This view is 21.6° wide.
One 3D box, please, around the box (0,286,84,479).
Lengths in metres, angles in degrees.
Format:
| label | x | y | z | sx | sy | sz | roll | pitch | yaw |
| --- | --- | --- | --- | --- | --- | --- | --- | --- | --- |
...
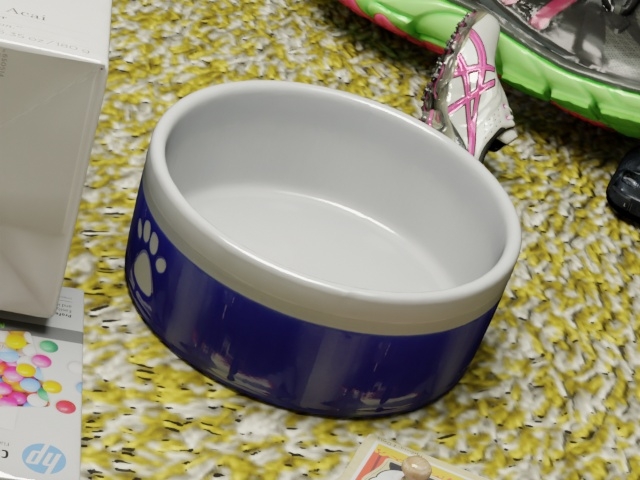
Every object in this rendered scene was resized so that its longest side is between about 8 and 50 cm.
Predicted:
| label | x | y | z | sx | sy | sz | roll | pitch | yaw |
| --- | --- | --- | --- | --- | --- | --- | --- | --- | --- |
| box | -0.215 | 0.086 | 0.996 | 0.145 | 0.038 | 0.186 | 10 | 34 | -13 |

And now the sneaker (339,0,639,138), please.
| label | x | y | z | sx | sy | sz | roll | pitch | yaw |
| --- | --- | --- | --- | --- | --- | --- | --- | --- | --- |
| sneaker | 0.223 | -0.225 | 1.505 | 0.482 | 0.202 | 0.185 | 26 | 7 | 9 |

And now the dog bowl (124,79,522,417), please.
| label | x | y | z | sx | sy | sz | roll | pitch | yaw |
| --- | --- | --- | --- | --- | --- | --- | --- | --- | --- |
| dog bowl | 0.000 | 0.000 | 1.172 | 0.265 | 0.104 | 0.265 | 13 | 32 | -8 |

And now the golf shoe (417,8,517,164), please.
| label | x | y | z | sx | sy | sz | roll | pitch | yaw |
| --- | --- | --- | --- | --- | --- | --- | --- | --- | --- |
| golf shoe | 0.125 | -0.108 | 1.397 | 0.086 | 0.067 | 0.186 | 21 | 63 | -3 |

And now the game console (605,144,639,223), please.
| label | x | y | z | sx | sy | sz | roll | pitch | yaw |
| --- | --- | --- | --- | --- | --- | --- | --- | --- | --- |
| game console | 0.422 | 0.008 | 1.435 | 0.361 | 0.044 | 0.213 | 26 | 31 | 10 |

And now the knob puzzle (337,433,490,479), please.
| label | x | y | z | sx | sy | sz | roll | pitch | yaw |
| --- | --- | --- | --- | --- | --- | --- | --- | --- | --- |
| knob puzzle | 0.083 | 0.183 | 0.982 | 0.213 | 0.030 | 0.213 | 14 | 26 | -7 |

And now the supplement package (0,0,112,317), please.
| label | x | y | z | sx | sy | sz | roll | pitch | yaw |
| --- | --- | --- | --- | --- | --- | --- | --- | --- | --- |
| supplement package | -0.236 | -0.104 | 1.103 | 0.177 | 0.175 | 0.293 | 11 | 24 | -11 |
